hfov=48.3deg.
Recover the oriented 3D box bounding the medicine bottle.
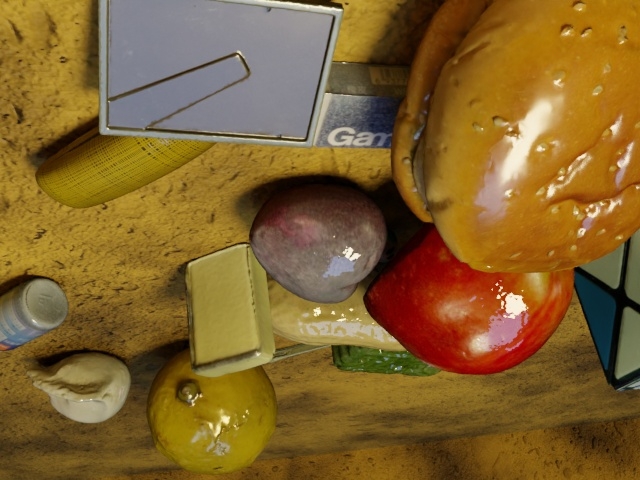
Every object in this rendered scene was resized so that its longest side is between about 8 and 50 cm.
[{"bbox_3d":[-0.474,0.123,1.080,0.203,0.083,0.083,-23,151,31],"label":"medicine bottle"}]

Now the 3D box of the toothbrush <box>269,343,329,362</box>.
[{"bbox_3d":[-0.075,0.235,1.491,0.294,0.026,0.028,-13,139,10],"label":"toothbrush"}]

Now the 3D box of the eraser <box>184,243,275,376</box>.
[{"bbox_3d":[-0.132,0.102,1.032,0.117,0.172,0.058,-18,154,19],"label":"eraser"}]

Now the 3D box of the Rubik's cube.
[{"bbox_3d":[0.576,0.081,1.115,0.248,0.250,0.246,-6,154,-10],"label":"Rubik's cube"}]

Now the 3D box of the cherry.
[{"bbox_3d":[-0.003,0.001,0.909,0.176,0.140,0.176,11,142,9],"label":"cherry"}]

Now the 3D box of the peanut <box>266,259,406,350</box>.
[{"bbox_3d":[0.040,0.093,1.104,0.318,0.148,0.147,3,154,3],"label":"peanut"}]

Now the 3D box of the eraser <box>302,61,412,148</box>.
[{"bbox_3d":[0.074,-0.138,0.743,0.212,0.046,0.092,0,152,-15],"label":"eraser"}]

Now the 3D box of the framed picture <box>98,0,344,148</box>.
[{"bbox_3d":[-0.092,-0.151,0.633,0.203,0.015,0.150,2,132,-14],"label":"framed picture"}]

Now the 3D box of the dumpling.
[{"bbox_3d":[-0.463,0.275,1.381,0.179,0.131,0.252,11,176,5],"label":"dumpling"}]

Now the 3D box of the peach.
[{"bbox_3d":[0.183,0.054,0.919,0.248,0.245,0.274,2,151,-42],"label":"peach"}]

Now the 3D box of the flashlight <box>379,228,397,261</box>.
[{"bbox_3d":[0.048,0.009,1.045,0.129,0.051,0.051,-4,155,4],"label":"flashlight"}]

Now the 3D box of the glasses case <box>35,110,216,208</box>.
[{"bbox_3d":[-0.193,-0.094,0.737,0.234,0.064,0.079,-22,144,25],"label":"glasses case"}]

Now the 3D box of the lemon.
[{"bbox_3d":[-0.207,0.328,1.387,0.260,0.260,0.284,-8,130,0],"label":"lemon"}]

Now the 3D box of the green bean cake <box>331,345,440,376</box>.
[{"bbox_3d":[0.159,0.169,1.310,0.248,0.125,0.222,5,151,-25],"label":"green bean cake"}]

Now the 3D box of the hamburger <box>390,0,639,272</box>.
[{"bbox_3d":[0.218,-0.112,0.650,0.289,0.170,0.314,-5,127,-25],"label":"hamburger"}]
